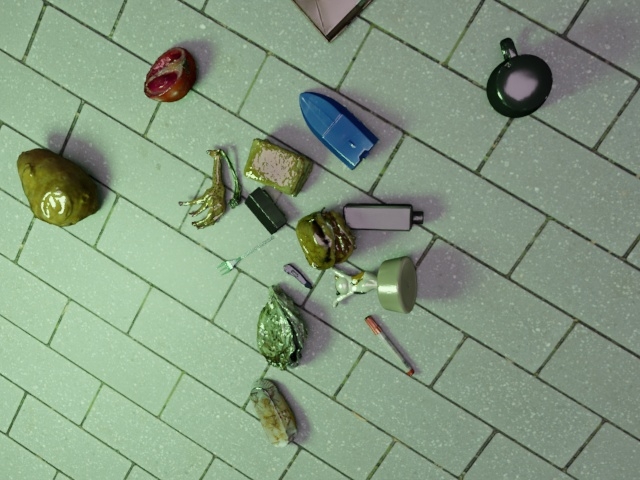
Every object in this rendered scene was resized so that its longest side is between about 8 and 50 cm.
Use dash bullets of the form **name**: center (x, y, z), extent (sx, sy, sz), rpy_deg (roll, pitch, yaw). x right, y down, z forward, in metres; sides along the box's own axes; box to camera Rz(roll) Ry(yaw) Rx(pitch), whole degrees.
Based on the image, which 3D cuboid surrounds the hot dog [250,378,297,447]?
- **hot dog**: center (-0.164, 0.597, 1.871), extent (0.131, 0.069, 0.253), rpy_deg (-24, 92, 23)

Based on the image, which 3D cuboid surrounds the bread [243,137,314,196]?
- **bread**: center (-0.134, -0.229, 1.699), extent (0.196, 0.102, 0.138), rpy_deg (27, 106, 4)

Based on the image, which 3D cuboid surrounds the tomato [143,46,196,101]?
- **tomato**: center (-0.468, -0.509, 1.719), extent (0.173, 0.099, 0.190), rpy_deg (-11, 58, 27)

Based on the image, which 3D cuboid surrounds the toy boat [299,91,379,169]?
- **toy boat**: center (0.040, -0.355, 1.657), extent (0.295, 0.088, 0.129), rpy_deg (45, 105, 12)

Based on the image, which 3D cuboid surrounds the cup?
- **cup**: center (0.541, -0.451, 1.493), extent (0.169, 0.176, 0.223), rpy_deg (-19, 97, 16)

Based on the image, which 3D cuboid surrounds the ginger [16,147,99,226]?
- **ginger**: center (-0.867, -0.180, 1.795), extent (0.222, 0.200, 0.270), rpy_deg (-6, 99, 14)

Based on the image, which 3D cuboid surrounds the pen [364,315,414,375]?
- **pen**: center (0.225, 0.345, 1.769), extent (0.028, 0.028, 0.239), rpy_deg (-38, 91, 15)

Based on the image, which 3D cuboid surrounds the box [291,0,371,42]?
- **box**: center (0.031, -0.735, 1.584), extent (0.215, 0.086, 0.215), rpy_deg (-41, 91, 15)

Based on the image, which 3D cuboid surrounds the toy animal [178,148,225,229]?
- **toy animal**: center (-0.362, -0.162, 1.778), extent (0.149, 0.054, 0.276), rpy_deg (33, 105, 5)

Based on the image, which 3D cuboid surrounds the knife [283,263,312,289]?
- **knife**: center (-0.074, 0.121, 1.792), extent (0.121, 0.018, 0.031), rpy_deg (43, 98, 0)

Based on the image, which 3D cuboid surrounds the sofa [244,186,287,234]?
- **sofa**: center (-0.174, -0.098, 1.755), extent (0.060, 0.085, 0.147), rpy_deg (-41, 90, -26)

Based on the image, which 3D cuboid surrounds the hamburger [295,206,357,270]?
- **hamburger**: center (0.000, 0.000, 1.671), extent (0.206, 0.129, 0.183), rpy_deg (-26, 88, 52)

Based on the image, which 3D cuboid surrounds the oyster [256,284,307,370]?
- **oyster**: center (-0.124, 0.298, 1.797), extent (0.198, 0.112, 0.268), rpy_deg (24, 113, 27)

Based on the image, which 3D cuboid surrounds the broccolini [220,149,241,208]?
- **broccolini**: center (-0.289, -0.200, 1.765), extent (0.054, 0.052, 0.194), rpy_deg (-4, 100, 46)

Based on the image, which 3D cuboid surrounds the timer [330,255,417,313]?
- **timer**: center (0.152, 0.139, 1.702), extent (0.265, 0.175, 0.176), rpy_deg (-2, 100, 28)

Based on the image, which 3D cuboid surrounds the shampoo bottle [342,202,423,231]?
- **shampoo bottle**: center (0.195, -0.073, 1.674), extent (0.245, 0.080, 0.080), rpy_deg (2, 101, 10)

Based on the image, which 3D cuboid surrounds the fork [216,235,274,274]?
- **fork**: center (-0.254, 0.048, 1.811), extent (0.235, 0.021, 0.039), rpy_deg (-32, 96, 15)
